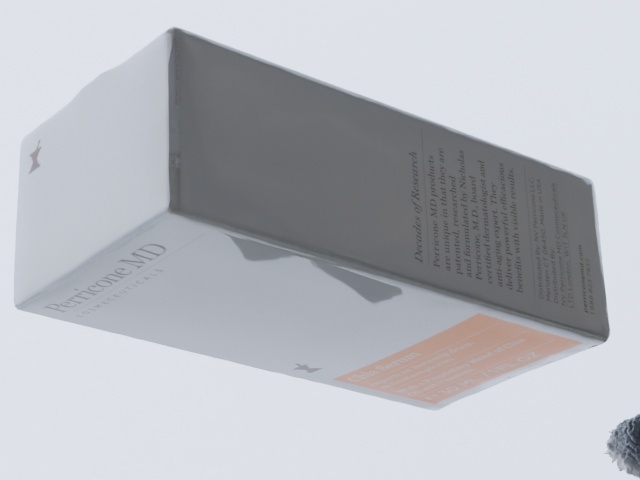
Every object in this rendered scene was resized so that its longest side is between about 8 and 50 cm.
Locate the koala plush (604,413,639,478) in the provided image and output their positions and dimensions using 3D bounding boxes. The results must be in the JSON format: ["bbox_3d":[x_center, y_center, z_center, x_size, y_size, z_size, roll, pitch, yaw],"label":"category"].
[{"bbox_3d":[0.391,0.195,1.693,0.203,0.221,0.196,-3,-50,-52],"label":"koala plush"}]

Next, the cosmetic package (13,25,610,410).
[{"bbox_3d":[0.000,0.000,1.472,0.453,0.230,0.161,17,-120,-35],"label":"cosmetic package"}]
